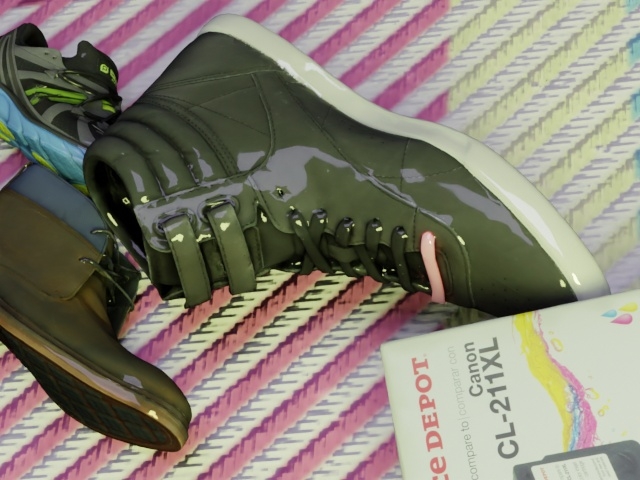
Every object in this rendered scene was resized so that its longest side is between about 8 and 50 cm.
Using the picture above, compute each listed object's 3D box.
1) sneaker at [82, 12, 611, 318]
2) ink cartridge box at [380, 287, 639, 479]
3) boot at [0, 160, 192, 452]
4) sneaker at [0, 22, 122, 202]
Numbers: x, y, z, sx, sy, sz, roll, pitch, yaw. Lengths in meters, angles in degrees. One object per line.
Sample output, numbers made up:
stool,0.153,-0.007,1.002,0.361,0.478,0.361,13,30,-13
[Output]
sneaker,0.000,0.000,1.013,0.295,0.104,0.147,32,61,31
ink cartridge box,0.124,0.099,0.916,0.175,0.072,0.127,-13,63,6
boot,-0.127,0.027,1.054,0.219,0.082,0.106,27,66,34
sneaker,-0.142,-0.075,1.150,0.078,0.067,0.188,-43,50,-11
